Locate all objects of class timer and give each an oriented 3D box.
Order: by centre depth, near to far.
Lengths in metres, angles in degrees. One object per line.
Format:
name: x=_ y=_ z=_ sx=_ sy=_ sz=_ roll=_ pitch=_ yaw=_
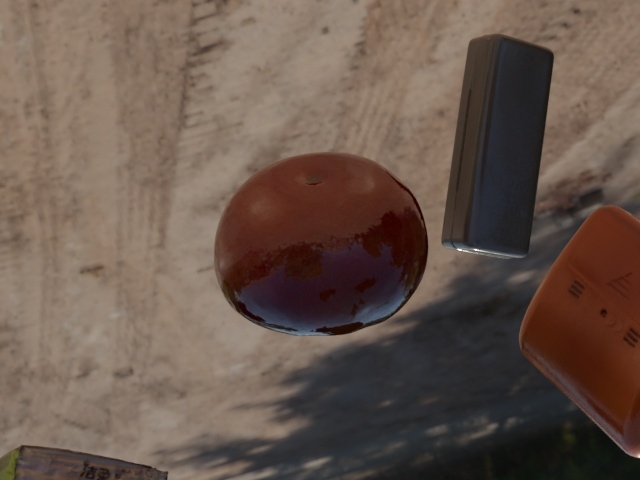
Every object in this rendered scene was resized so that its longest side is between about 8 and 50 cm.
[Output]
timer: x=0.405 y=0.117 z=1.500 sx=0.161 sy=0.257 sz=0.250 roll=21 pitch=108 yaw=-45

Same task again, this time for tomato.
tomato: x=0.000 y=0.000 z=1.028 sx=0.195 sy=0.195 sz=0.136 roll=-13 pitch=126 yaw=-14

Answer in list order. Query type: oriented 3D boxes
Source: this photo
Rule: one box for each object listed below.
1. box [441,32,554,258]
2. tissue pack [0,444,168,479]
box: x=0.201 y=-0.104 z=1.289 sx=0.103 sy=0.244 sz=0.055 roll=9 pitch=177 yaw=-32
tissue pack: x=-0.292 y=0.289 z=1.255 sx=0.173 sy=0.073 sz=0.235 roll=16 pitch=153 yaw=-28
